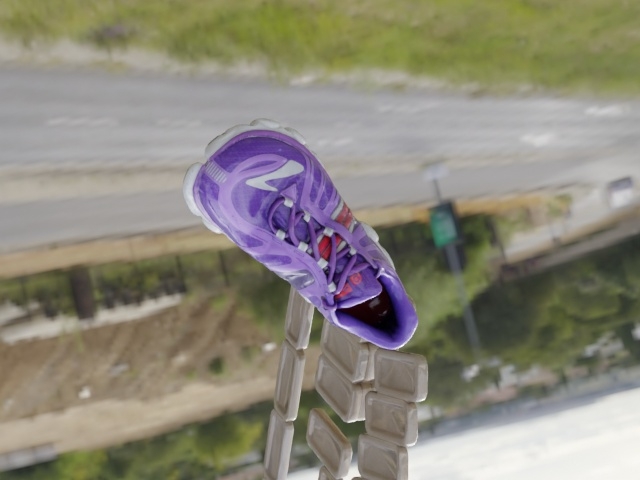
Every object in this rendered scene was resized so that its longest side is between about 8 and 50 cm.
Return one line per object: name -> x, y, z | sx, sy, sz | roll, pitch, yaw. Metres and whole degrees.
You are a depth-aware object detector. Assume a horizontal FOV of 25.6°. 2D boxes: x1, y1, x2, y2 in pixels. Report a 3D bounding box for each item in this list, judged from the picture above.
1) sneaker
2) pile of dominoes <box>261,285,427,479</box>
sneaker -> 0.000, 0.000, 0.730 | 0.068, 0.071, 0.170 | -48, 129, 3
pile of dominoes -> 0.021, 0.151, 0.982 | 0.040, 0.251, 0.196 | -1, -158, -26
